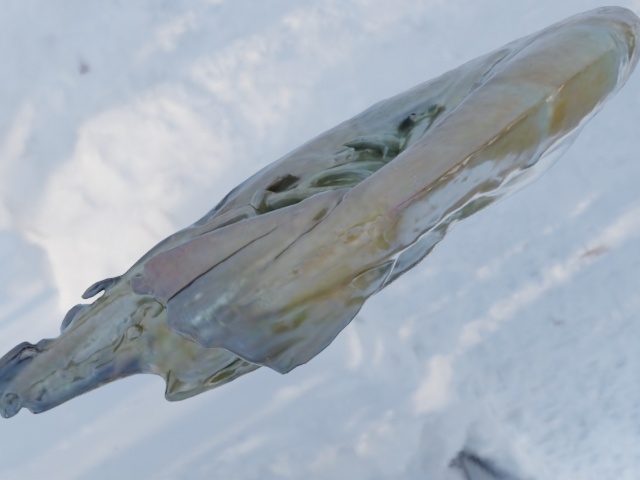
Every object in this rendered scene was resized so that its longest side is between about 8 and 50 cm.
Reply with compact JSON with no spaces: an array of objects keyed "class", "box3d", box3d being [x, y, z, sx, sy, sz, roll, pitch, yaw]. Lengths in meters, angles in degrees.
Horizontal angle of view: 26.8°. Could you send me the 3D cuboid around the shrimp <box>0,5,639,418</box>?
[{"class":"shrimp","box3d":[0.006,-0.001,0.443,0.254,0.059,0.145,-32,-172,-11]}]
